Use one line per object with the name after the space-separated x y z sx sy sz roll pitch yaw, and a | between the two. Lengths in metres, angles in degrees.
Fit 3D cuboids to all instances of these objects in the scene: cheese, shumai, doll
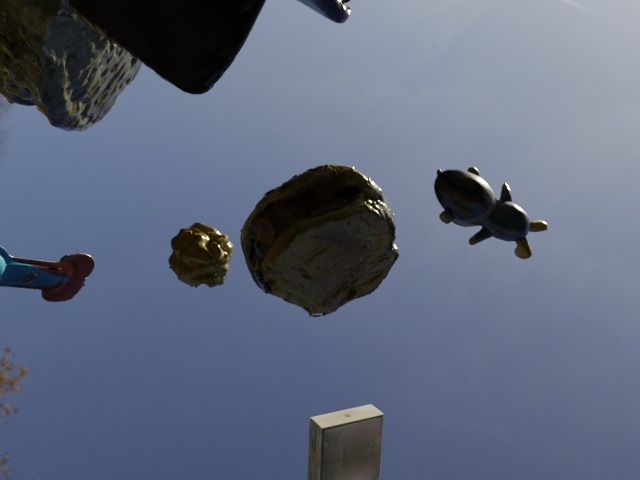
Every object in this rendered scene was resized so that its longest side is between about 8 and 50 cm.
-0.373 0.033 0.799 0.106 0.256 0.037 -48 -123 23 | cheese
-0.325 -0.291 0.769 0.292 0.288 0.330 -54 -174 14 | shumai
0.228 -0.042 0.990 0.102 0.179 0.089 -56 -165 -9 | doll

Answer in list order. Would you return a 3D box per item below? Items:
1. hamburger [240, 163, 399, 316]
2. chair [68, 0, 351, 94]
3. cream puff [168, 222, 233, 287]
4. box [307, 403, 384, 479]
-0.002 0.002 1.244 0.266 0.284 0.134 -29 -128 -11 | hamburger
-0.043 -0.201 0.490 0.140 0.145 0.221 36 -86 20 | chair
-0.269 0.034 1.641 0.156 0.121 0.156 -11 -130 14 | cream puff
0.046 0.374 1.276 0.129 0.130 0.051 -5 -164 -29 | box
